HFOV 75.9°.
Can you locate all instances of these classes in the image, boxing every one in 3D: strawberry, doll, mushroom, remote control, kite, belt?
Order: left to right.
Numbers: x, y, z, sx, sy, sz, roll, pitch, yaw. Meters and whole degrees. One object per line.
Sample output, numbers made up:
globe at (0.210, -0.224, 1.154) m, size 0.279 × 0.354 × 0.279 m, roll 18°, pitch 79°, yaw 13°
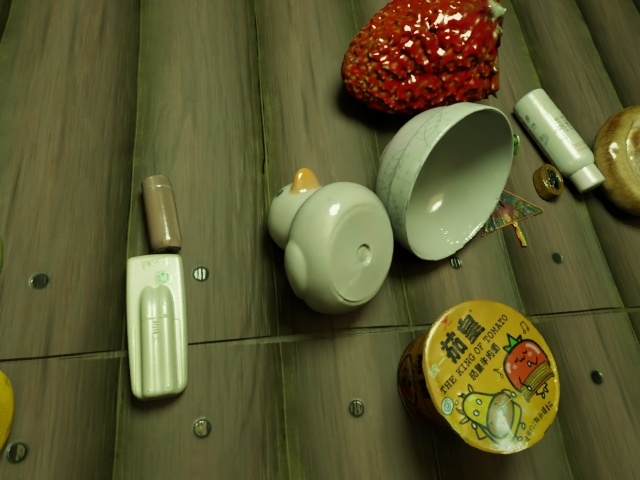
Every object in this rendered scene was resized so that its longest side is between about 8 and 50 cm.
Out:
remote control at (-0.260, 0.131, 0.654) m, size 0.090 × 0.049 × 0.230 m, roll -5°, pitch 68°, yaw -17°
doll at (0.000, 0.000, 0.708) m, size 0.221 × 0.221 × 0.250 m, roll -17°, pitch 107°, yaw -19°
strawberry at (0.212, -0.413, 0.887) m, size 0.344 × 0.292 × 0.291 m, roll -3°, pitch 68°, yaw 1°
kite at (0.419, -0.059, 0.910) m, size 0.190 × 0.010 × 0.159 m, roll -20°, pitch 75°, yaw -19°
belt at (0.533, -0.136, 0.954) m, size 0.059 × 0.036 × 0.083 m, roll 2°, pitch 68°, yaw -14°
mushroom at (0.769, -0.186, 0.970) m, size 0.279 × 0.146 × 0.278 m, roll 3°, pitch 75°, yaw -13°

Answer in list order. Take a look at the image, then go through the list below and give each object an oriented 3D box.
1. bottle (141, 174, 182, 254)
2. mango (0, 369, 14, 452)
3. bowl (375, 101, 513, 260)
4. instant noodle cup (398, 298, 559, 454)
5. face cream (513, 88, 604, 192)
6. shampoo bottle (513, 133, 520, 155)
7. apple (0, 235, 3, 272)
bottle at (-0.279, -0.045, 0.719) m, size 0.053 × 0.053 × 0.140 m, roll -11°, pitch 72°, yaw -17°
mango at (-0.472, 0.264, 0.539) m, size 0.098 × 0.075 × 0.190 m, roll 21°, pitch 59°, yaw -13°
bowl at (0.210, -0.118, 0.767) m, size 0.287 × 0.286 × 0.144 m, roll -31°, pitch 42°, yaw -22°
instant noodle cup at (0.233, 0.219, 0.664) m, size 0.216 × 0.172 × 0.215 m, roll 5°, pitch 67°, yaw -11°
face cream at (0.565, -0.233, 0.971) m, size 0.082 × 0.082 × 0.268 m, roll -21°, pitch 72°, yaw -20°
shampoo bottle at (0.339, -0.220, 0.913) m, size 0.235 × 0.087 × 0.118 m, roll -4°, pitch 88°, yaw -15°
apple at (-0.575, 0.022, 0.500) m, size 0.292 × 0.292 × 0.254 m, roll 34°, pitch 88°, yaw 2°
